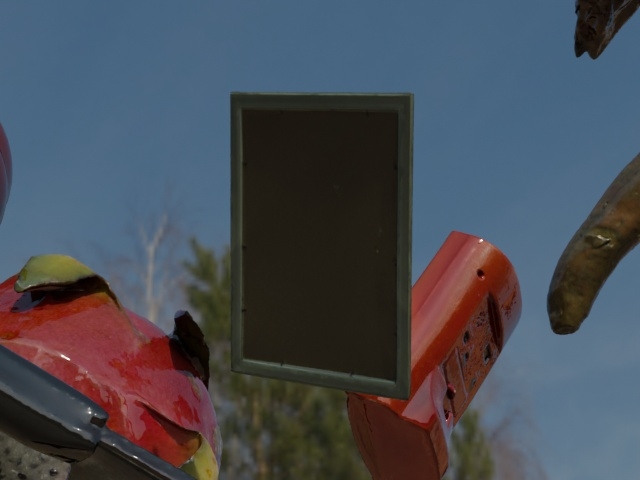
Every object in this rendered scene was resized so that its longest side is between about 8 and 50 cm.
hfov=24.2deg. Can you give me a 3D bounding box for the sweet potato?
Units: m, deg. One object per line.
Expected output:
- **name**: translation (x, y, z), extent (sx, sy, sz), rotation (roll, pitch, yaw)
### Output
- **sweet potato**: translation (0.310, -0.022, 1.508), extent (0.273, 0.075, 0.075), rotation (-48, -42, -6)

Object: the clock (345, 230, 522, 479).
- **clock**: translation (0.084, 0.083, 1.016), extent (0.061, 0.155, 0.113), rotation (18, -34, 28)

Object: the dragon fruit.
- **dragon fruit**: translation (-0.208, 0.154, 1.098), extent (0.290, 0.291, 0.189), rotation (3, -15, -6)

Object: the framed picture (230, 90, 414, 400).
- **framed picture**: translation (0.000, 0.000, 0.919), extent (0.142, 0.183, 0.011), rotation (4, 7, 38)

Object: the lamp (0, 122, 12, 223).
- **lamp**: translation (-0.341, -0.053, 1.093), extent (0.226, 0.227, 0.227), rotation (-1, -35, 0)

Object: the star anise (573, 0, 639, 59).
- **star anise**: translation (0.261, -0.265, 1.199), extent (0.088, 0.288, 0.288), rotation (-16, -25, -32)

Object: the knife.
- **knife**: translation (-0.061, 0.090, 0.522), extent (0.230, 0.028, 0.060), rotation (30, -41, 1)
